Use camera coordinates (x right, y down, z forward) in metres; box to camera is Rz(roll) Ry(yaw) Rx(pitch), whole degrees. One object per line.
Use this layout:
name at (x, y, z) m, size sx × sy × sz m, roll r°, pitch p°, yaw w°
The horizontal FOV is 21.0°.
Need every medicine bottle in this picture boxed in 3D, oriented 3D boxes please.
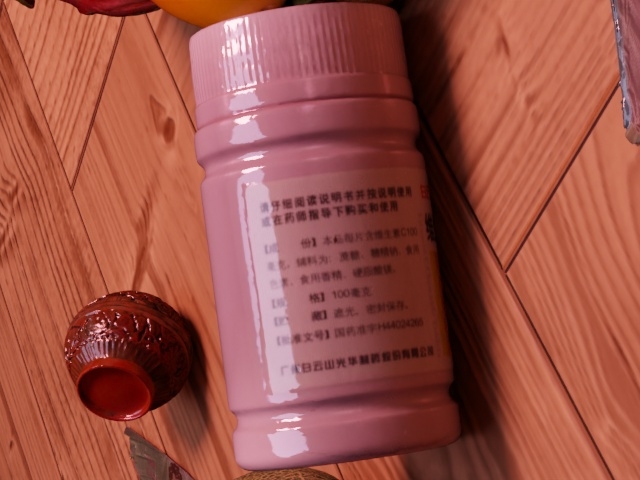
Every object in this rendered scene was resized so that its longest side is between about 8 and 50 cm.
medicine bottle at (0.000, 0.000, 0.982) m, size 0.133 × 0.133 × 0.249 m, roll -19°, pitch 79°, yaw 62°

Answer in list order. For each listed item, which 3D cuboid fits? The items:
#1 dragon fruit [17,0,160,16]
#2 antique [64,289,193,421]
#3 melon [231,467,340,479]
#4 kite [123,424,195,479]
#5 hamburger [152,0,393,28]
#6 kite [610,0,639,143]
dragon fruit at (-0.166, -0.283, 1.193) m, size 0.200 × 0.198 × 0.269 m, roll -38°, pitch -75°, yaw -89°
antique at (-0.147, 0.085, 1.325) m, size 0.104 × 0.104 × 0.104 m, roll 19°, pitch 112°, yaw 61°
melon at (-0.026, 0.212, 1.067) m, size 0.139 × 0.139 × 0.192 m, roll 65°, pitch 144°, yaw 33°
kite at (-0.135, 0.258, 1.429) m, size 0.250 × 0.012 × 0.229 m, roll 126°, pitch 133°, yaw -54°
hamburger at (-0.049, -0.232, 0.996) m, size 0.246 × 0.170 × 0.246 m, roll 19°, pitch 112°, yaw 58°
kite at (0.184, -0.164, 0.725) m, size 0.335 × 0.011 × 0.314 m, roll 61°, pitch 145°, yaw 38°
